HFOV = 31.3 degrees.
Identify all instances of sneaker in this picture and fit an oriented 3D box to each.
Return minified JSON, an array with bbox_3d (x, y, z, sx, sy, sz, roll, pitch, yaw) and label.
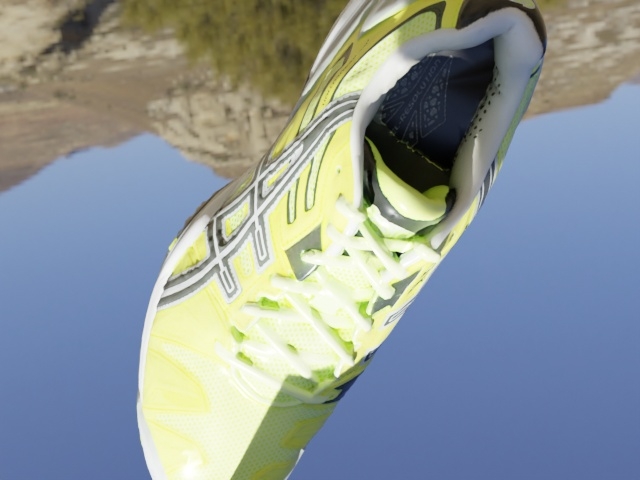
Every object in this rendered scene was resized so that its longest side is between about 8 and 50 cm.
[{"bbox_3d":[0.000,0.000,0.674,0.145,0.384,0.147,25,-173,-12],"label":"sneaker"}]
